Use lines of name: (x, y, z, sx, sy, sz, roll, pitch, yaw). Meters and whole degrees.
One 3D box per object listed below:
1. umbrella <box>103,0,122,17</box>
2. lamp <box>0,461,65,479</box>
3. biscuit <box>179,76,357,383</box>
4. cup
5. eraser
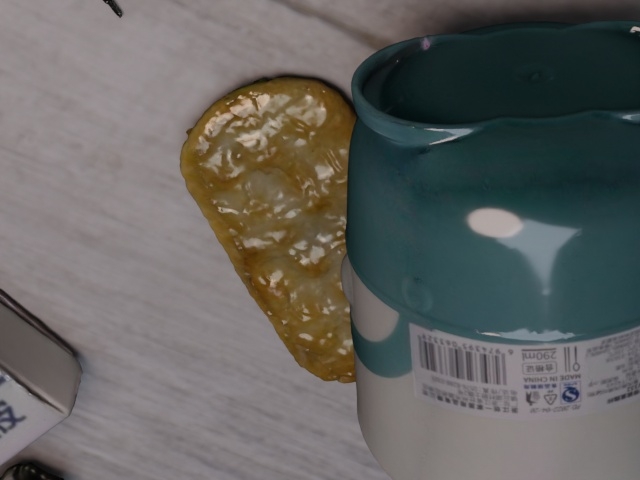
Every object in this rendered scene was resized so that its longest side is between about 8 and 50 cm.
umbrella: (-0.153, -0.182, 1.003, 0.022, 0.022, 0.149, 8, 144, 51)
lamp: (-0.276, 0.253, 1.274, 0.101, 0.101, 0.250, 38, 104, -24)
biscuit: (0.000, 0.000, 1.131, 0.118, 0.029, 0.247, -20, 124, 15)
cup: (0.156, 0.012, 1.021, 0.290, 0.219, 0.257, -4, 124, 1)
eraser: (-0.278, 0.119, 1.201, 0.210, 0.068, 0.124, -36, 118, 26)
